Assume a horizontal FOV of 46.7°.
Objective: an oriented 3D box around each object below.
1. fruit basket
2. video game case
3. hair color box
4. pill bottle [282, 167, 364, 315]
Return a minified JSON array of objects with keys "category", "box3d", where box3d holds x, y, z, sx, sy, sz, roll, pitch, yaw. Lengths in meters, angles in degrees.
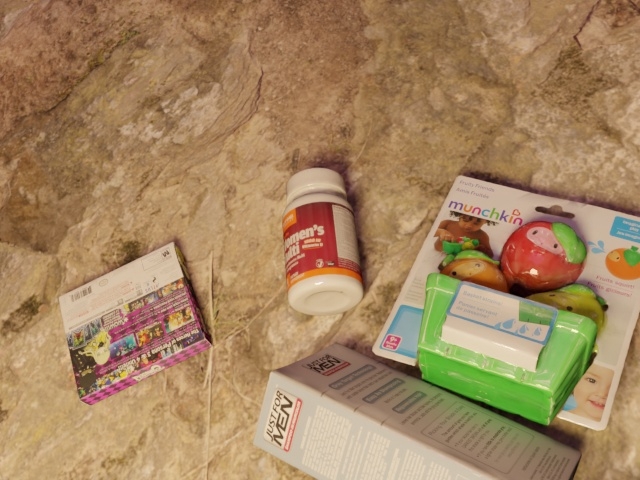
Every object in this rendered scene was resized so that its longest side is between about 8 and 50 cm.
[{"category":"fruit basket","box3d":[0.286,0.060,1.059,0.327,0.165,0.353,17,64,24]},{"category":"video game case","box3d":[-0.320,0.137,1.262,0.232,0.042,0.210,-26,57,1]},{"category":"hair color box","box3d":[0.122,0.268,0.959,0.374,0.185,0.114,21,104,25]},{"category":"pill bottle","box3d":[0.000,0.000,1.199,0.121,0.121,0.221,-12,59,10]}]
